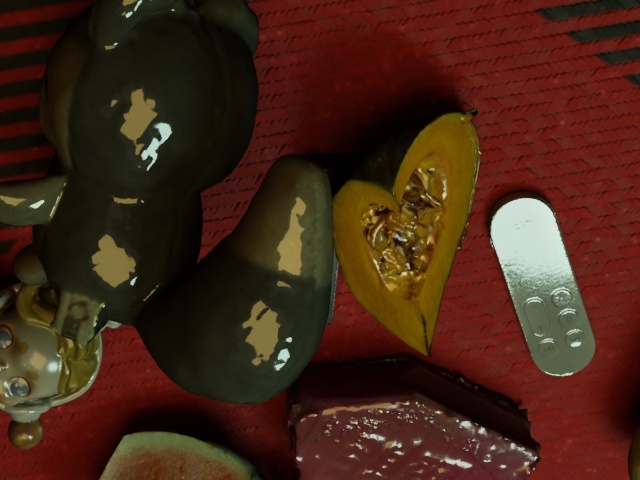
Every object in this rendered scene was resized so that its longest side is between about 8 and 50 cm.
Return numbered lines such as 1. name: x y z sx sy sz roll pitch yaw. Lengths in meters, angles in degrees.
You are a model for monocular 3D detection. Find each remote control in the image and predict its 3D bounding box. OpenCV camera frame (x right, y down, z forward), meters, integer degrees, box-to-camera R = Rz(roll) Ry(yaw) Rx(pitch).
1. remote control: 0.249 0.052 1.598 0.077 0.022 0.245 -20 118 4

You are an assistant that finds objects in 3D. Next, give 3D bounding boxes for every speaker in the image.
1. speaker: 0.000 0.000 1.540 0.046 0.040 0.191 2 118 -8

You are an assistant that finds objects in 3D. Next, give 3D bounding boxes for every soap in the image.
1. soap: 0.085 0.228 1.633 0.289 0.112 0.182 26 110 -16

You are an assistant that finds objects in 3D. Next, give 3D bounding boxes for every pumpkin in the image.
1. pumpkin: 0.097 -0.034 1.507 0.111 0.163 0.278 21 143 33

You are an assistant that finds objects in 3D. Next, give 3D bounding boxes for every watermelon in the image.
1. watermelon: -0.115 0.353 1.607 0.305 0.180 0.224 30 142 22

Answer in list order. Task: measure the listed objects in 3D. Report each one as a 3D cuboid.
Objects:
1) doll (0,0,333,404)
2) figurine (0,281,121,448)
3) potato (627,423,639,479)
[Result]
1. doll: -0.114 -0.072 1.349 0.378 0.252 0.382 27 113 15
2. figurine: -0.358 0.137 1.543 0.274 0.133 0.194 -37 92 21
3. potato: 0.476 0.244 1.621 0.285 0.242 0.242 15 119 -41
